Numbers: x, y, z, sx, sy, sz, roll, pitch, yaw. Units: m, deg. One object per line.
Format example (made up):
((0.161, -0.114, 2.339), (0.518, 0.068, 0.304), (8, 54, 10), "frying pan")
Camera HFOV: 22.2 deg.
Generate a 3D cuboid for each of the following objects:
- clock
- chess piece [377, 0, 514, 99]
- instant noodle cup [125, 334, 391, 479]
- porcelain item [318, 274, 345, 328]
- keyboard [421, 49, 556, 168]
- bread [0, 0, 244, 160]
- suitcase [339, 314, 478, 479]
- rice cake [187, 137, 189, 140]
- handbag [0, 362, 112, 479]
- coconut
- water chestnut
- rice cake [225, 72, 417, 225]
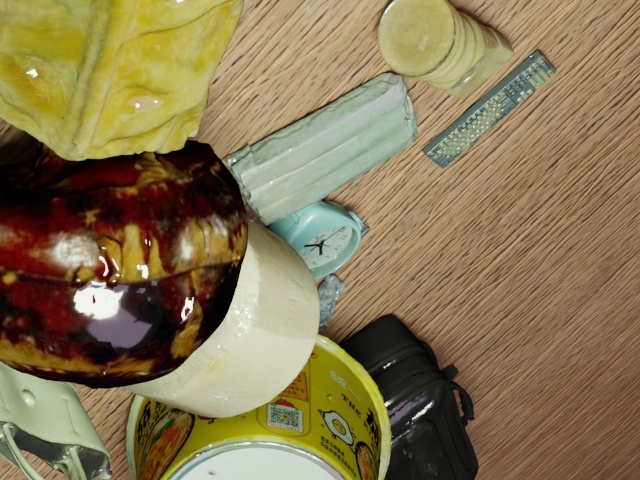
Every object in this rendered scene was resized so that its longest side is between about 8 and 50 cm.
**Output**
((0.001, 0.001, 1.883), (0.108, 0.045, 0.147), (-48, 146, 21), "clock")
((0.140, -0.200, 1.728), (0.090, 0.090, 0.200), (-45, 157, 16), "chess piece")
((-0.072, 0.284, 1.859), (0.326, 0.254, 0.325), (0, 109, -1), "instant noodle cup")
((0.006, 0.075, 2.001), (0.036, 0.028, 0.083), (-29, 150, -42), "porcelain item")
((0.196, -0.150, 1.894), (0.176, 0.014, 0.055), (-40, 150, 10), "keyboard")
((-0.179, -0.202, 1.325), (0.239, 0.196, 0.252), (-6, 141, -43), "bread")
((0.050, 0.285, 2.193), (0.339, 0.188, 0.345), (-36, 146, -8), "suitcase")
((-0.161, -0.145, 1.553), (0.085, 0.040, 0.226), (-20, 145, -21), "rice cake")
((-0.311, 0.147, 1.541), (0.109, 0.315, 0.241), (-41, 147, 14), "handbag")
((-0.120, 0.075, 1.720), (0.241, 0.241, 0.241), (-24, 146, -17), "coconut")
((-0.205, -0.013, 1.481), (0.300, 0.300, 0.300), (-24, 146, -17), "water chestnut")
((0.008, -0.100, 1.765), (0.211, 0.038, 0.124), (-32, 147, -5), "rice cake")
